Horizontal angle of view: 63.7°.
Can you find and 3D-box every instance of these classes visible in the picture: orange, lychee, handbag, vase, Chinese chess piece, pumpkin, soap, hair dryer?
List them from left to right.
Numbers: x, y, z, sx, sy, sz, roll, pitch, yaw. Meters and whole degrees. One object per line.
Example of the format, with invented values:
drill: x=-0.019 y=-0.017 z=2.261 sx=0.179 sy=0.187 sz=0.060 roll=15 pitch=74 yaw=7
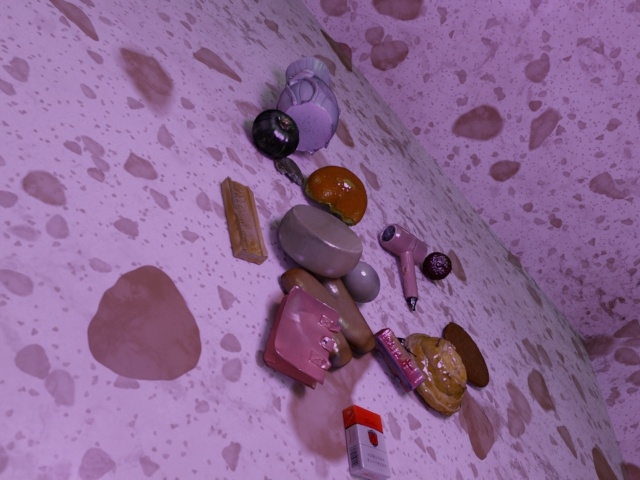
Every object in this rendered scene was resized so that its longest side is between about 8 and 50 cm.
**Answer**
soap: x=-0.203 y=-0.056 z=1.362 sx=0.092 sy=0.037 sz=0.252 roll=24 pitch=38 yaw=-44
pumpkin: x=-0.145 y=-0.352 z=1.693 sx=0.167 sy=0.125 sz=0.167 roll=5 pitch=82 yaw=-43
handbag: x=-0.036 y=0.223 z=1.209 sx=0.157 sy=0.059 sz=0.213 roll=32 pitch=41 yaw=-13
vase: x=-0.049 y=-0.527 z=1.935 sx=0.250 sy=0.250 sz=0.446 roll=37 pitch=31 yaw=-27
Chinese chess piece: x=0.000 y=0.000 z=1.465 sx=0.250 sy=0.101 sz=0.250 roll=27 pitch=22 yaw=-12
orange: x=0.068 y=-0.166 z=1.772 sx=0.237 sy=0.158 sz=0.179 roll=41 pitch=13 yaw=-18
hair dryer: x=0.322 y=0.106 z=1.920 sx=0.189 sy=0.106 sz=0.345 roll=32 pitch=40 yaw=-33
lychee: x=0.483 y=0.109 z=2.129 sx=0.129 sy=0.123 sz=0.123 roll=61 pitch=9 yaw=-58

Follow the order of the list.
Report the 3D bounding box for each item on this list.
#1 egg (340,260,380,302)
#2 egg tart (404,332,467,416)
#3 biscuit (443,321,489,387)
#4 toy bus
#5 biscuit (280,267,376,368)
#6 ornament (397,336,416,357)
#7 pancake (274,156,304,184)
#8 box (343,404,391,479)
egg: x=0.122 y=0.127 z=1.556 sx=0.152 sy=0.114 sz=0.114 roll=56 pitch=21 yaw=-35
egg tart: x=0.382 y=0.408 z=1.630 sx=0.290 sy=0.115 sz=0.290 roll=37 pitch=33 yaw=-29
biscuit: x=0.542 y=0.428 z=1.928 sx=0.262 sy=0.037 sz=0.262 roll=36 pitch=32 yaw=-27
toy bus: x=0.222 y=0.343 z=1.481 sx=0.065 sy=0.077 sz=0.192 roll=-33 pitch=83 yaw=-22
biscuit: x=0.028 y=0.192 z=1.400 sx=0.236 sy=0.062 sz=0.291 roll=-4 pitch=60 yaw=-57
ornament: x=0.240 y=0.315 z=1.548 sx=0.073 sy=0.028 sz=0.125 roll=55 pitch=-11 yaw=-8
pancake: x=-0.103 y=-0.242 z=1.745 sx=0.129 sy=0.022 sz=0.116 roll=38 pitch=28 yaw=-25
box: x=0.107 y=0.475 z=1.209 sx=0.100 sy=0.048 sz=0.152 roll=35 pitch=30 yaw=-34
